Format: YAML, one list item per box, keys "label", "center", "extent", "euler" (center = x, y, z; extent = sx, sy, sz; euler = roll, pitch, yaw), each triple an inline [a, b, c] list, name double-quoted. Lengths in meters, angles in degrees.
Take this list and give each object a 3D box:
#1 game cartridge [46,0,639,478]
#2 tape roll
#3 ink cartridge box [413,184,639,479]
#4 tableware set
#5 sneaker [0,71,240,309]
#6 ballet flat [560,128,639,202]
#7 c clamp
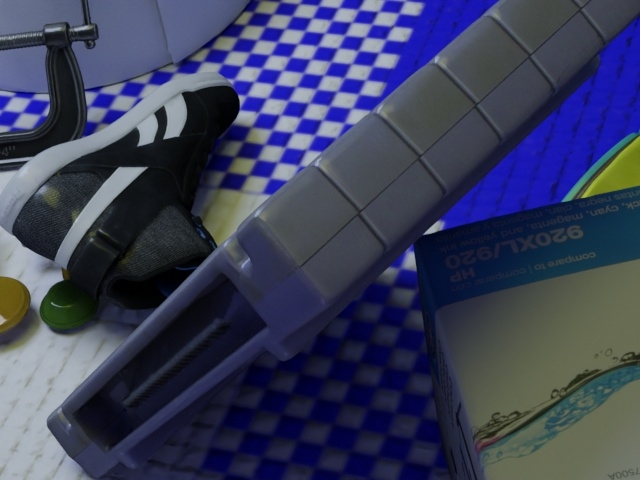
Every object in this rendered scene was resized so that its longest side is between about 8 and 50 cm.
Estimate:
- label: "game cartridge"
  center: [0.000, 0.000, 0.785]
  extent: [0.230, 0.355, 0.068]
  euler: [-37, 88, -29]
- label: "tape roll"
  center: [-0.185, -0.237, 1.210]
  extent: [0.286, 0.100, 0.286]
  euler: [-5, 43, 5]
- label: "ink cartridge box"
  center: [0.152, 0.116, 0.725]
  extent: [0.168, 0.171, 0.233]
  euler: [-12, 43, -1]
- label: "tableware set"
  center: [-0.213, 0.026, 0.999]
  extent: [0.154, 0.024, 0.104]
  euler: [-6, 47, 3]
- label: "sneaker"
  center: [-0.093, -0.022, 0.999]
  extent: [0.121, 0.079, 0.217]
  euler: [42, 41, 10]
- label: "ballet flat"
  center: [0.208, -0.039, 0.952]
  extent: [0.077, 0.077, 0.231]
  euler: [32, 54, 16]
- label: "c clamp"
  center: [-0.223, -0.115, 1.086]
  extent: [0.160, 0.137, 0.022]
  euler: [-12, 7, 5]
